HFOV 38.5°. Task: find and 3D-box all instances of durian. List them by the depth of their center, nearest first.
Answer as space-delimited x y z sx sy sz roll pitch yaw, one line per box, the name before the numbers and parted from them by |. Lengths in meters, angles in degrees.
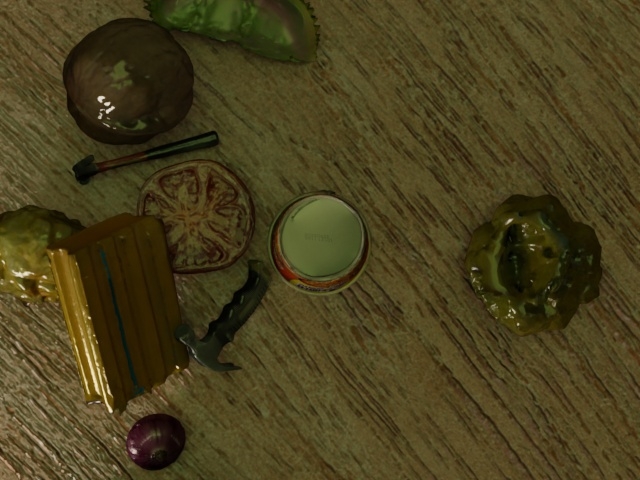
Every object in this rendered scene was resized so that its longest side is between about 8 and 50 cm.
durian | -0.169 -0.455 1.786 0.356 0.157 0.169 8 93 -5

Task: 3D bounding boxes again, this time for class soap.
soap | -0.359 0.128 1.661 0.204 0.096 0.324 -29 119 -44

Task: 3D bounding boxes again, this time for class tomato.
tomato | -0.245 -0.039 1.777 0.237 0.095 0.236 0 86 -6

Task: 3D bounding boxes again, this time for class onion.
onion | -0.315 0.379 1.744 0.115 0.115 0.104 -36 43 -4

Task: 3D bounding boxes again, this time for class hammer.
hammer | -0.168 0.144 1.764 0.226 0.041 0.158 -56 130 -20
hammer | -0.340 -0.166 1.793 0.288 0.111 0.033 -16 85 -12

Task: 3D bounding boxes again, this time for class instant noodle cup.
instant noodle cup | 0.000 0.000 1.741 0.213 0.174 0.213 0 86 -1

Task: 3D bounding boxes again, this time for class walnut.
walnut | -0.362 -0.293 1.715 0.249 0.248 0.248 0 85 -2

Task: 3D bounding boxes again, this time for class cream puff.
cream puff | 0.413 0.043 1.750 0.282 0.185 0.281 1 85 -6

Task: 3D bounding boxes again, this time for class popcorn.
popcorn | -0.531 0.032 1.697 0.266 0.233 0.192 9 90 -28
